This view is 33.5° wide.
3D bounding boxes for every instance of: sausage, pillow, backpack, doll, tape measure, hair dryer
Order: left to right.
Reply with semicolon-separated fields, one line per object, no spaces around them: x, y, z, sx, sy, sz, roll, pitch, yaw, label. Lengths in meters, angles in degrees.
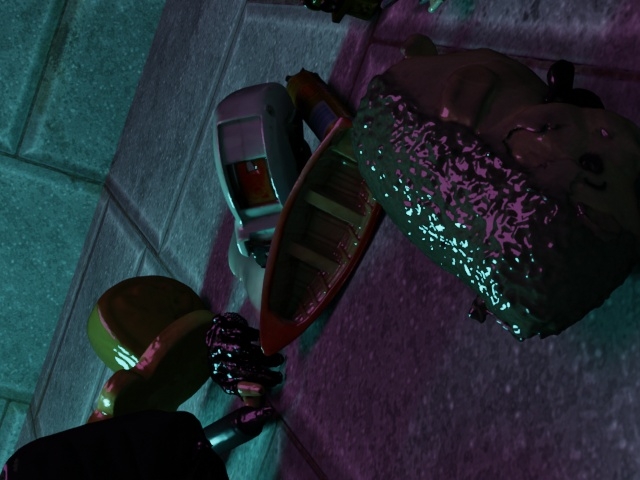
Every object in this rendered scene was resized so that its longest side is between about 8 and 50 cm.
-0.266;0.467;1.500;0.255;0.363;0.445;-41;67;58;backpack
-0.201;0.326;1.725;0.352;0.189;0.107;-36;49;39;hair dryer
-0.102;0.039;1.807;0.144;0.078;0.254;-68;24;13;pillow
-0.081;-0.122;1.689;0.243;0.125;0.246;-80;-22;-60;tape measure
0.015;-0.193;1.708;0.082;0.082;0.371;-66;24;17;sausage
0.180;-0.064;1.037;0.247;0.247;0.349;-61;34;27;doll

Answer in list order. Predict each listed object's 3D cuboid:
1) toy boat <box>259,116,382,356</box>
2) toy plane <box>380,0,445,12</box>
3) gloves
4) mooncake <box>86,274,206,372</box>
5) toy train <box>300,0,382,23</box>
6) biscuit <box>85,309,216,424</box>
0.000;0.000;1.566;0.392;0.136;0.079;-66;-8;25;toy boat
0.161;-0.386;1.511;0.262;0.088;0.192;134;153;-66;toy plane
-0.130;0.201;1.718;0.129;0.106;0.180;-67;19;9;gloves
-0.337;0.169;2.078;0.117;0.235;0.234;-53;29;42;mooncake
0.037;-0.459;1.779;0.090;0.137;0.225;-48;37;49;toy train
-0.300;0.266;1.875;0.355;0.052;0.275;-50;-24;-11;biscuit
